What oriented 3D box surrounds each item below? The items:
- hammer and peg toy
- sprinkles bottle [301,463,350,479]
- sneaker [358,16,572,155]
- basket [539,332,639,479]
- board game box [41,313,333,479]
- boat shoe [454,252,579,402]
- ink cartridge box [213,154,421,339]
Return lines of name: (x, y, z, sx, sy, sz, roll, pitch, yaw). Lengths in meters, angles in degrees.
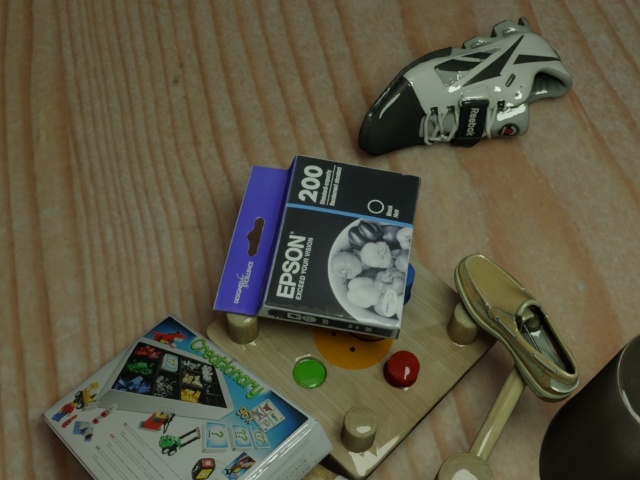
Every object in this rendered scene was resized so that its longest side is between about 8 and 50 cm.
hammer and peg toy: (0.082, 0.140, 1.039, 0.361, 0.127, 0.266, 39, 64, 19)
sprinkles bottle: (0.069, 0.340, 0.926, 0.355, 0.121, 0.121, 28, 63, 15)
sneaker: (0.209, -0.190, 1.236, 0.331, 0.122, 0.146, -31, 63, -17)
basket: (0.346, 0.193, 0.956, 0.154, 0.227, 0.204, 38, 65, 19)
board game box: (-0.153, 0.202, 0.955, 0.193, 0.053, 0.305, -39, 36, -21)
boat shoe: (0.216, 0.080, 0.964, 0.068, 0.072, 0.190, -29, 64, -19)
ink cartridge box: (0.000, 0.000, 1.020, 0.208, 0.045, 0.206, 9, 59, 4)
